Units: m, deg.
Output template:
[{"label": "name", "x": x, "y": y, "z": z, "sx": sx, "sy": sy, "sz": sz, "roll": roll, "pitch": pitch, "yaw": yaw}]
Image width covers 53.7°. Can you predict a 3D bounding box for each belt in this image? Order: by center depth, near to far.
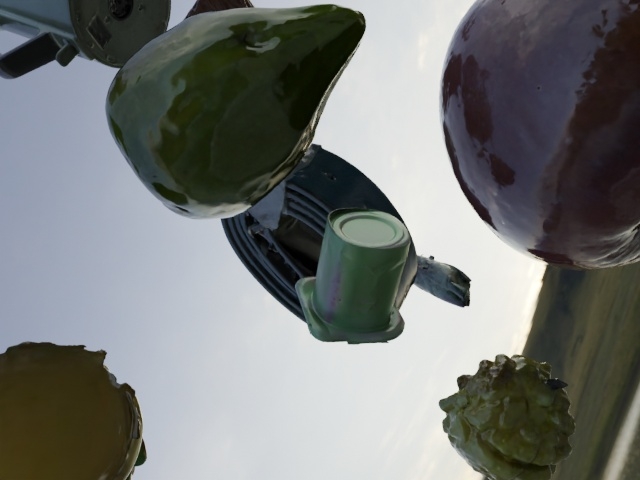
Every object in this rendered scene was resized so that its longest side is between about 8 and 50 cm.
[{"label": "belt", "x": 0.001, "y": 0.001, "z": 1.265, "sx": 0.436, "sy": 0.300, "sz": 0.173, "roll": 45, "pitch": -136, "yaw": -14}]

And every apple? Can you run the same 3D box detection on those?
[{"label": "apple", "x": 0.237, "y": -0.118, "z": 0.521, "sx": 0.306, "sy": 0.235, "sz": 0.305, "roll": -24, "pitch": -27, "yaw": -13}]

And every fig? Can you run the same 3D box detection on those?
[{"label": "fig", "x": -0.081, "y": -0.109, "z": 0.539, "sx": 0.167, "sy": 0.234, "sz": 0.167, "roll": 20, "pitch": -120, "yaw": -40}]

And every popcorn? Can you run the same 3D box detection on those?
[{"label": "popcorn", "x": 0.252, "y": 0.230, "z": 0.831, "sx": 0.173, "sy": 0.174, "sz": 0.142, "roll": -52, "pitch": -33, "yaw": -30}]

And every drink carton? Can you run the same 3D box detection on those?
[{"label": "drink carton", "x": 0.055, "y": 0.041, "z": 0.865, "sx": 0.144, "sy": 0.146, "sz": 0.142, "roll": 2, "pitch": -61, "yaw": -17}]

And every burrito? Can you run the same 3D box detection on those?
[{"label": "burrito", "x": 0.284, "y": 0.092, "z": 1.633, "sx": 0.066, "sy": 0.309, "sz": 0.096, "roll": -7, "pitch": -74, "yaw": -25}]

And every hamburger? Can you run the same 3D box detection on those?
[{"label": "hamburger", "x": -0.315, "y": 0.235, "z": 0.708, "sx": 0.237, "sy": 0.237, "sz": 0.149, "roll": -48, "pitch": -14, "yaw": -36}]

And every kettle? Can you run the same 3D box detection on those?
[{"label": "kettle", "x": -0.563, "y": -0.483, "z": 1.324, "sx": 0.361, "sy": 0.377, "sz": 0.250, "roll": -60, "pitch": -29, "yaw": -14}]

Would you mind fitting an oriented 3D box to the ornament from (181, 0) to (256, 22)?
[{"label": "ornament", "x": -0.143, "y": -0.318, "z": 1.157, "sx": 0.235, "sy": 0.218, "sz": 0.221, "roll": -45, "pitch": 7, "yaw": 25}]
